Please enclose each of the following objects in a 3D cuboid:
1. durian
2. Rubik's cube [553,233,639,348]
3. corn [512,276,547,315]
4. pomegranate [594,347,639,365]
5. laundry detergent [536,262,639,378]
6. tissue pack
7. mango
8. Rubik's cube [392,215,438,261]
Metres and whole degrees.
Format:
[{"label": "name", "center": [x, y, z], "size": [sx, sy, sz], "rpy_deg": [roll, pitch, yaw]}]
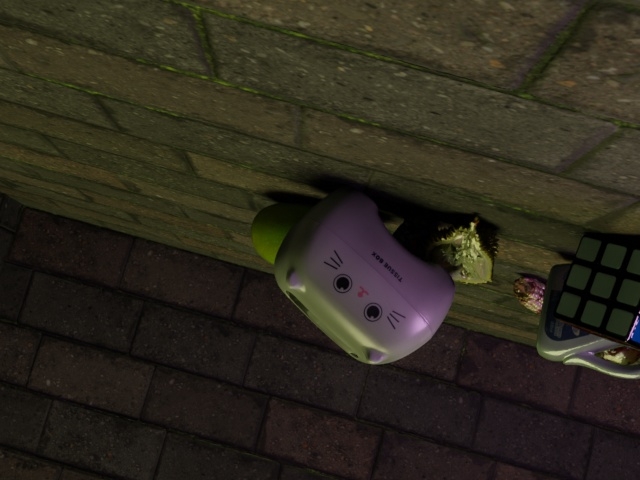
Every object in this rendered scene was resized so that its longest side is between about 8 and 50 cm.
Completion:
[{"label": "durian", "center": [0.272, 0.005, 1.632], "size": [0.146, 0.102, 0.208], "rpy_deg": [8, 150, 4]}, {"label": "Rubik's cube", "center": [0.527, 0.097, 1.453], "size": [0.160, 0.162, 0.163], "rpy_deg": [22, 177, -37]}, {"label": "corn", "center": [0.572, 0.162, 2.080], "size": [0.280, 0.092, 0.092], "rpy_deg": [23, 169, -35]}, {"label": "pomegranate", "center": [0.779, 0.263, 2.225], "size": [0.148, 0.149, 0.169], "rpy_deg": [10, 176, 35]}, {"label": "laundry detergent", "center": [0.569, 0.153, 1.619], "size": [0.280, 0.215, 0.105], "rpy_deg": [8, 163, 27]}, {"label": "tissue pack", "center": [0.069, 0.085, 1.637], "size": [0.333, 0.236, 0.229], "rpy_deg": [44, 157, -4]}, {"label": "mango", "center": [0.000, 0.000, 1.865], "size": [0.343, 0.156, 0.192], "rpy_deg": [7, 177, 27]}, {"label": "Rubik's cube", "center": [0.195, 0.003, 1.735], "size": [0.111, 0.093, 0.111], "rpy_deg": [13, 170, 3]}]
